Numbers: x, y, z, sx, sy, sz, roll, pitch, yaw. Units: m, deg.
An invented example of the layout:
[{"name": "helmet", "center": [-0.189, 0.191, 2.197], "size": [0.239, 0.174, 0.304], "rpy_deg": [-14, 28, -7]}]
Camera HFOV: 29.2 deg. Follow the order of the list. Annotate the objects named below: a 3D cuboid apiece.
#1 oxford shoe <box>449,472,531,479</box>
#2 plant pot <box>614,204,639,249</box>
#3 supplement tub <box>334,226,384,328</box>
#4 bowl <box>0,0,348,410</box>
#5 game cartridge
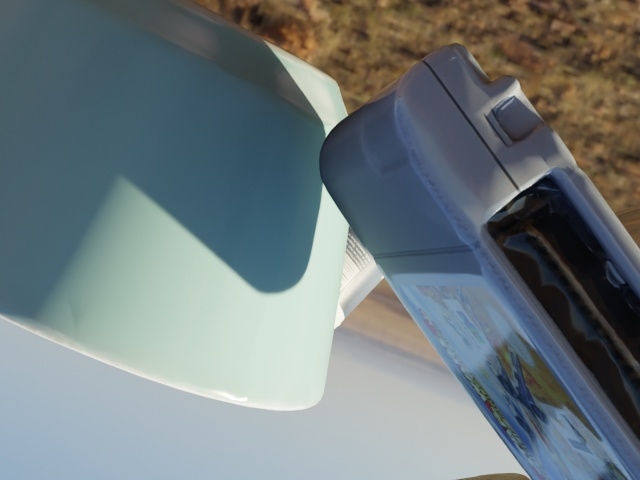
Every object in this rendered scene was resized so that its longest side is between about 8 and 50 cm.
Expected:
[{"name": "oxford shoe", "center": [0.057, 0.379, 1.441], "size": [0.449, 0.130, 0.169], "rpy_deg": [-26, 165, 23]}, {"name": "plant pot", "center": [0.461, 0.080, 1.752], "size": [0.306, 0.333, 0.334], "rpy_deg": [-10, 180, -10]}, {"name": "supplement tub", "center": [0.000, 0.000, 1.627], "size": [0.191, 0.272, 0.191], "rpy_deg": [42, 167, 12]}, {"name": "bowl", "center": [-0.103, -0.052, 0.663], "size": [0.312, 0.163, 0.311], "rpy_deg": [27, -175, -3]}, {"name": "game cartridge", "center": [0.107, 0.061, 0.517], "size": [0.297, 0.062, 0.198], "rpy_deg": [53, 168, -3]}]
